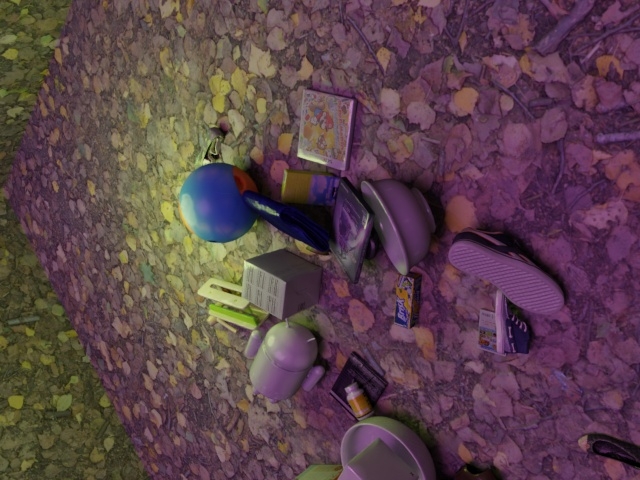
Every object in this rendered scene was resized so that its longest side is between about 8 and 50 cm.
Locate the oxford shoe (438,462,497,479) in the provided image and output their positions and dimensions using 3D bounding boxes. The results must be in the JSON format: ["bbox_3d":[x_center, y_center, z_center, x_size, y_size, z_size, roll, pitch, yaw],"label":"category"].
[{"bbox_3d":[0.448,0.736,1.785,0.227,0.082,0.096,-26,67,41],"label":"oxford shoe"}]

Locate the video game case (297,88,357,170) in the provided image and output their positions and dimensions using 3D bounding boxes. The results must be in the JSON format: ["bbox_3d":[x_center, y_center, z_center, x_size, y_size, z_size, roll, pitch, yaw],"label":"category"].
[{"bbox_3d":[0.017,-0.356,1.857,0.206,0.026,0.227,22,116,34],"label":"video game case"}]

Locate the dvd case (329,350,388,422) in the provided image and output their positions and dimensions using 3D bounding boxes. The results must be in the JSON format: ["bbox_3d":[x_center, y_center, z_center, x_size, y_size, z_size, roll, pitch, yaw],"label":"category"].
[{"bbox_3d":[0.130,0.516,2.022,0.164,0.018,0.221,39,124,24],"label":"dvd case"}]

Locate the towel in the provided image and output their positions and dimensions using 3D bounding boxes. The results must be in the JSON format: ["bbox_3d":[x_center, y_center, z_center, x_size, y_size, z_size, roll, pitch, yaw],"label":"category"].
[{"bbox_3d":[-0.112,-0.077,1.893,0.076,0.227,0.308,-55,34,-7],"label":"towel"}]

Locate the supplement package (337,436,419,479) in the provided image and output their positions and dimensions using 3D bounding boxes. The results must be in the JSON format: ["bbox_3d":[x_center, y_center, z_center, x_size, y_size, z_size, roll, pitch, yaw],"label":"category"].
[{"bbox_3d":[0.141,0.796,1.798,0.175,0.177,0.293,40,125,26],"label":"supplement package"}]

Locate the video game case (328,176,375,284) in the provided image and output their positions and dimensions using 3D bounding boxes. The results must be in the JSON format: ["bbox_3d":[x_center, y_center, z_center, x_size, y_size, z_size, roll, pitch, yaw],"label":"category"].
[{"bbox_3d":[0.090,-0.029,1.782,0.196,0.026,0.274,-123,33,-42],"label":"video game case"}]

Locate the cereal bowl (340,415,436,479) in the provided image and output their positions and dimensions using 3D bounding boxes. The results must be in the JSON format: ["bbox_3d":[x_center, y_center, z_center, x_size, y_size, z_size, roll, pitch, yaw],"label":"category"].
[{"bbox_3d":[0.238,0.732,1.909,0.338,0.141,0.339,13,110,38],"label":"cereal bowl"}]

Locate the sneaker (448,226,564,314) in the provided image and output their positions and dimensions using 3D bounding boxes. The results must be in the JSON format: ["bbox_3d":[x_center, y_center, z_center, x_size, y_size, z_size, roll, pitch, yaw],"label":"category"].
[{"bbox_3d":[0.495,0.065,1.517,0.321,0.127,0.126,31,131,1],"label":"sneaker"}]

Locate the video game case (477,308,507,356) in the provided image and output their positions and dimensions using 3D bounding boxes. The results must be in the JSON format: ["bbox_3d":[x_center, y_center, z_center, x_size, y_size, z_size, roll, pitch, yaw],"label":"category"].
[{"bbox_3d":[0.490,0.260,1.641,0.087,0.011,0.122,13,110,37],"label":"video game case"}]

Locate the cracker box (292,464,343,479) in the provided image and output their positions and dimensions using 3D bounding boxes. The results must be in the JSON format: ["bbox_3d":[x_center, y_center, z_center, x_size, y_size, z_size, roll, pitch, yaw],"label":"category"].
[{"bbox_3d":[0.006,0.899,2.149,0.232,0.155,0.067,-21,90,43],"label":"cracker box"}]

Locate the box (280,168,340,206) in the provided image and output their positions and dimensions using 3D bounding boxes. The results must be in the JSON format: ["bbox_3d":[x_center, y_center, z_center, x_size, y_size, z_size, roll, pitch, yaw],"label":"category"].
[{"bbox_3d":[-0.035,-0.171,1.885,0.042,0.178,0.109,-116,33,-59],"label":"box"}]

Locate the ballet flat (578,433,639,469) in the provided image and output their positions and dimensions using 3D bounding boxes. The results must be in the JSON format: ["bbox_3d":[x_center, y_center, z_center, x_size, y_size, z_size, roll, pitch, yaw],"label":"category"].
[{"bbox_3d":[0.746,0.536,1.475,0.173,0.049,0.058,4,104,40],"label":"ballet flat"}]

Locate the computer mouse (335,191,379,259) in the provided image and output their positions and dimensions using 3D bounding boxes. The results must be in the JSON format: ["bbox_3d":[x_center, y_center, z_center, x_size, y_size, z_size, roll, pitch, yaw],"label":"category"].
[{"bbox_3d":[0.121,-0.058,1.804,0.262,0.060,0.184,-145,50,-59],"label":"computer mouse"}]

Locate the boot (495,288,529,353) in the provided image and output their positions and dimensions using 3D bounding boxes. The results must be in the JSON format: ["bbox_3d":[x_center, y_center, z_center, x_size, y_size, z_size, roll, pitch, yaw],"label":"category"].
[{"bbox_3d":[0.519,0.219,1.564,0.086,0.069,0.190,-1,112,20],"label":"boot"}]

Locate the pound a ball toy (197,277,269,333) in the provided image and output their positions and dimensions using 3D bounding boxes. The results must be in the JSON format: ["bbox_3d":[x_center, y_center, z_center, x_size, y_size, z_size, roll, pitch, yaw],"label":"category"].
[{"bbox_3d":[-0.338,0.261,2.298,0.319,0.136,0.208,11,135,38],"label":"pound a ball toy"}]

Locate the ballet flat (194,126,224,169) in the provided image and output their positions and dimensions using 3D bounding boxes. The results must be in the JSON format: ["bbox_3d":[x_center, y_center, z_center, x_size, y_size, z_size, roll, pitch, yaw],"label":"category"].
[{"bbox_3d":[-0.425,-0.333,2.215,0.068,0.072,0.213,41,125,19],"label":"ballet flat"}]

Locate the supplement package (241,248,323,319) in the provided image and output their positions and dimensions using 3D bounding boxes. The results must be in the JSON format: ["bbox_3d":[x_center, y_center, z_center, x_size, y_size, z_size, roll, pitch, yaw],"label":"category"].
[{"bbox_3d":[-0.135,0.148,2.022,0.203,0.194,0.149,24,117,34],"label":"supplement package"}]

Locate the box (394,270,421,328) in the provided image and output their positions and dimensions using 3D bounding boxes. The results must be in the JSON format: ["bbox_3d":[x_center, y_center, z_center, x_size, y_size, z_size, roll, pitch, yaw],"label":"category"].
[{"bbox_3d":[0.268,0.182,1.780,0.059,0.054,0.169,16,112,36],"label":"box"}]

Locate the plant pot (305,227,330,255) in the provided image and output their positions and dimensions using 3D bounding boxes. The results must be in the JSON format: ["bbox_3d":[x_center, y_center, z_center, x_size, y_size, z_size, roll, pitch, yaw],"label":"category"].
[{"bbox_3d":[0.000,0.000,1.948,0.083,0.083,0.079,24,106,34],"label":"plant pot"}]

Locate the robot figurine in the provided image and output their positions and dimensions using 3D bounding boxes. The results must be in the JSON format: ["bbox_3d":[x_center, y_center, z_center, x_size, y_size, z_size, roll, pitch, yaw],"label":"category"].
[{"bbox_3d":[-0.133,0.436,2.102,0.299,0.200,0.354,26,123,1],"label":"robot figurine"}]

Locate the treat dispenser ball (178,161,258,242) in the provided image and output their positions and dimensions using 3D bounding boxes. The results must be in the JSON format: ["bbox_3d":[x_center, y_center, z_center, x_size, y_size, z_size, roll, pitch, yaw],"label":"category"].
[{"bbox_3d":[-0.360,-0.134,2.071,0.288,0.288,0.288,13,111,38],"label":"treat dispenser ball"}]

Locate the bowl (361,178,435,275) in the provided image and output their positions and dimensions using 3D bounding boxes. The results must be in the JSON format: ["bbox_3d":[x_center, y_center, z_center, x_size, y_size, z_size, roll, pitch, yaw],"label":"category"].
[{"bbox_3d":[0.236,-0.059,1.644,0.298,0.134,0.298,156,90,-87],"label":"bowl"}]

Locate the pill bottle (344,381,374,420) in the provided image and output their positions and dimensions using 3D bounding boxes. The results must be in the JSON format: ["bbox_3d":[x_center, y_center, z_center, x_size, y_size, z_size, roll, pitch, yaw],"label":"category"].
[{"bbox_3d":[0.130,0.546,1.975,0.065,0.065,0.116,-34,82,41],"label":"pill bottle"}]
